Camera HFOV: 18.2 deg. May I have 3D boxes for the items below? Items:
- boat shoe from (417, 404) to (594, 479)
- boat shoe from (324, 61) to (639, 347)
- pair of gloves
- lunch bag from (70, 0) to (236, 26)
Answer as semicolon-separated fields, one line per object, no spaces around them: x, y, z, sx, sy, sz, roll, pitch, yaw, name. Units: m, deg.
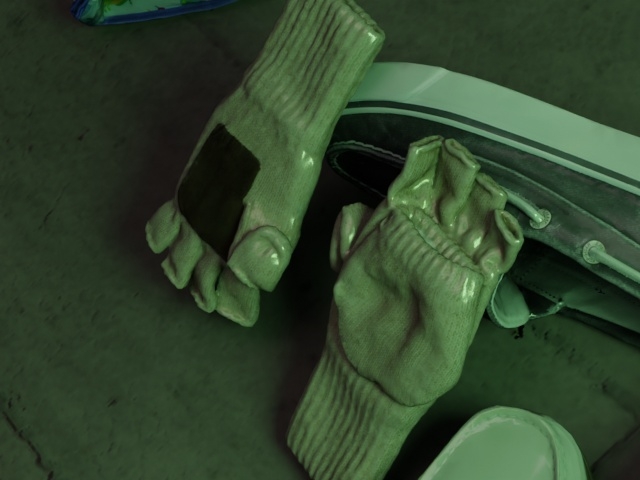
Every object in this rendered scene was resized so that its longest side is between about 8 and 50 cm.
0.043;0.202;0.915;0.113;0.103;0.302;8;64;34;boat shoe
0.103;-0.006;1.030;0.301;0.108;0.102;22;70;31;boat shoe
0.000;0.000;1.042;0.240;0.042;0.204;56;129;35;pair of gloves
-0.098;-0.216;1.299;0.151;0.096;0.129;-18;51;37;lunch bag
